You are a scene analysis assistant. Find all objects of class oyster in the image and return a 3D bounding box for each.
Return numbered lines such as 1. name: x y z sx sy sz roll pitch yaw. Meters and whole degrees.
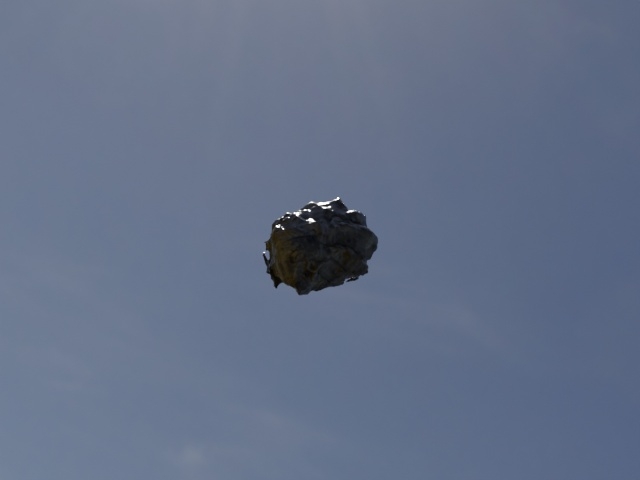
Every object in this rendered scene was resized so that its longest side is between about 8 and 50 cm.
1. oyster: -0.004 -0.006 2.282 0.133 0.209 0.072 38 -49 25
